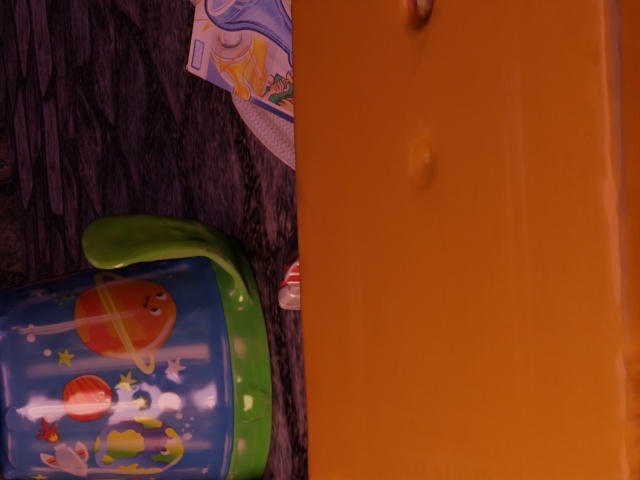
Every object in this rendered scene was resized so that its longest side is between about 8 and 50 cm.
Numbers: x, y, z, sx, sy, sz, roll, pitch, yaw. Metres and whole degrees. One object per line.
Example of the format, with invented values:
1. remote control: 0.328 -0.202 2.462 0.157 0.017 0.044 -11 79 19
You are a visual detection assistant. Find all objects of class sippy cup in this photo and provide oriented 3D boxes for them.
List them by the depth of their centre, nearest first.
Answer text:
1. sippy cup: -0.180 0.118 1.335 0.240 0.224 0.305 -155 62 -71

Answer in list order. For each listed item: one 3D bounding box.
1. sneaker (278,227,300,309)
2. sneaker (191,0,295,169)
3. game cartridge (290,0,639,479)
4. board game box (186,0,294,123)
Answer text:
1. sneaker: 0.000 0.000 1.010 0.158 0.061 0.065 132 138 -66
2. sneaker: -0.024 -0.151 1.011 0.094 0.091 0.258 -42 70 33
3. game cartridge: 0.068 -0.035 0.698 0.285 0.053 0.323 -9 83 64
4. board game box: -0.008 -0.171 0.894 0.136 0.035 0.201 28 123 31
